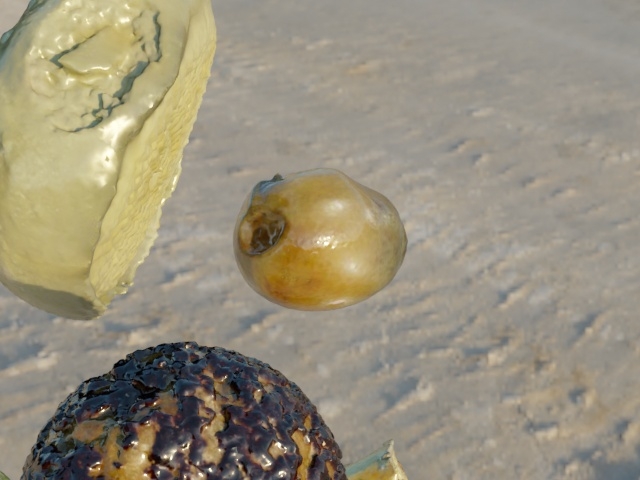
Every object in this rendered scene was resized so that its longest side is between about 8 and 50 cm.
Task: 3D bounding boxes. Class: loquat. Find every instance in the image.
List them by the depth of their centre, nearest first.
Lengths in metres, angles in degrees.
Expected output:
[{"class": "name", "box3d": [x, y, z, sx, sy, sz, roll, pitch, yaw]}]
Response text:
[{"class": "loquat", "box3d": [0.000, 0.000, 1.350, 0.179, 0.179, 0.227, 17, 7, 40]}]

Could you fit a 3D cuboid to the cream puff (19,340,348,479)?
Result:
[{"class": "cream puff", "box3d": [-0.095, 0.186, 0.787, 0.239, 0.239, 0.165, -13, -16, -13]}]

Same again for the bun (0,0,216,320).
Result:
[{"class": "bun", "box3d": [-0.244, -0.110, 1.128, 0.202, 0.364, 0.364, 21, 29, 1]}]

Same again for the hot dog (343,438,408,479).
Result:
[{"class": "hot dog", "box3d": [-0.013, 0.506, 1.565, 0.365, 0.367, 0.196, -19, 11, 5]}]

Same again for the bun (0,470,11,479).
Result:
[{"class": "bun", "box3d": [-0.218, 0.194, 0.589, 0.126, 0.203, 0.212, -23, 18, -35]}]
